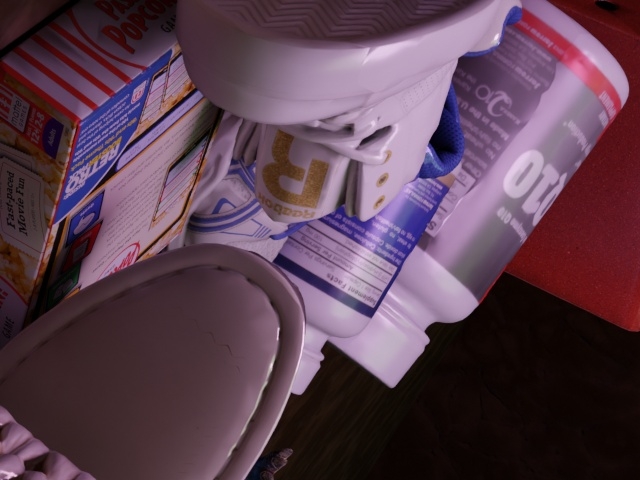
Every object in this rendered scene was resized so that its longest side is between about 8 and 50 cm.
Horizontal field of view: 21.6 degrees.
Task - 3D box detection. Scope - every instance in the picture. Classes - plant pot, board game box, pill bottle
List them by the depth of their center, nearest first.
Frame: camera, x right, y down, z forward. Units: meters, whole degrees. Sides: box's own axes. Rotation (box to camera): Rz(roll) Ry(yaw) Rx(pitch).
[{"bbox_3d":[-0.098,-0.035,0.751,0.147,0.045,0.193,-46,167,-42],"label":"board game box"},{"bbox_3d":[0.000,0.000,1.095,0.186,0.112,0.112,-59,170,1],"label":"pill bottle"},{"bbox_3d":[0.083,-0.043,1.228,0.283,0.161,0.161,-54,170,-4],"label":"pill bottle"},{"bbox_3d":[0.239,-0.125,1.465,0.267,0.267,0.235,-43,154,-49],"label":"plant pot"}]

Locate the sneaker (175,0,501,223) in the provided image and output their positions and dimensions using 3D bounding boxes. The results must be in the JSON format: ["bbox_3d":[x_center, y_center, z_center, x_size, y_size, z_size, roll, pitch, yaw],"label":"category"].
[{"bbox_3d":[0.009,-0.063,0.707,0.292,0.108,0.169,-44,159,-60],"label":"sneaker"}]

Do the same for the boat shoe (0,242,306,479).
[{"bbox_3d":[-0.117,0.120,0.765,0.324,0.116,0.097,-49,172,16],"label":"boat shoe"}]

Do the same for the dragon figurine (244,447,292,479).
[{"bbox_3d":[-0.119,0.133,1.098,0.289,0.144,0.085,-36,-171,50],"label":"dragon figurine"}]

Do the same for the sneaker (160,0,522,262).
[{"bbox_3d":[0.005,-0.053,0.932,0.112,0.131,0.296,-47,169,-45],"label":"sneaker"}]

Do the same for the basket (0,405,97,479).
[{"bbox_3d":[-0.204,0.247,0.586,0.328,0.266,0.331,-58,171,16],"label":"basket"}]
